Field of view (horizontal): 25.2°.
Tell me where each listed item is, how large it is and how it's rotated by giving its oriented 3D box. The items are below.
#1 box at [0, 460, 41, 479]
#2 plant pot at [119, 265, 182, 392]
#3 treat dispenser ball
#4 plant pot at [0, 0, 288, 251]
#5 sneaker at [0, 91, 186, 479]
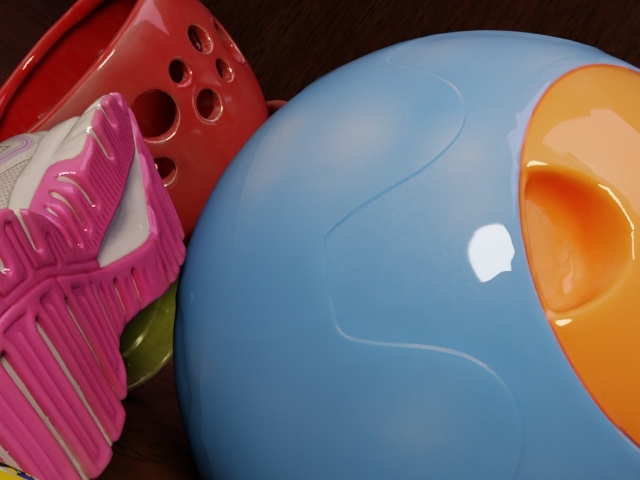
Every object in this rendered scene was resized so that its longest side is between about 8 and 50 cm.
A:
[{"bbox_3d":[-0.102,0.090,0.383,0.169,0.059,0.054,34,5,-28],"label":"box"},{"bbox_3d":[-0.122,0.027,0.757,0.079,0.083,0.083,27,0,30],"label":"plant pot"},{"bbox_3d":[0.076,0.048,0.663,0.288,0.288,0.288,36,5,-4],"label":"treat dispenser ball"},{"bbox_3d":[-0.122,-0.070,1.000,0.174,0.191,0.191,45,2,-25],"label":"plant pot"},{"bbox_3d":[-0.134,0.031,0.544,0.252,0.111,0.103,-68,139,-66],"label":"sneaker"}]
